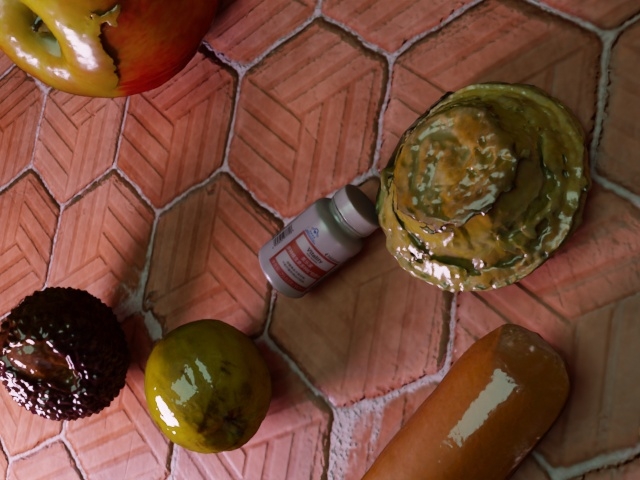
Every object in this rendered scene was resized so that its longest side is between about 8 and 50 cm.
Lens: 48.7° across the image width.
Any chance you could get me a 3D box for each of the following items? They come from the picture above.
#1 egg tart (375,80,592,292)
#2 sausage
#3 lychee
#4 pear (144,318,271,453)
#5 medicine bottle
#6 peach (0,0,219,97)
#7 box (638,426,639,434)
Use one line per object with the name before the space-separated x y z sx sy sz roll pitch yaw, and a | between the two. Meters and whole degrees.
egg tart | 0.150 -0.063 0.721 0.241 0.106 0.241 -13 67 33
sausage | 0.129 0.199 0.673 0.105 0.105 0.274 46 107 35
lychee | -0.365 0.155 1.009 0.188 0.188 0.188 -10 73 35
pear | -0.135 0.173 0.848 0.148 0.149 0.162 -55 50 13
medicine bottle | 0.000 0.000 0.829 0.140 0.079 0.079 -39 59 23
peach | -0.300 -0.391 1.004 0.370 0.370 0.369 -10 73 35
box | 0.346 0.112 0.504 0.201 0.144 0.090 0 76 38
